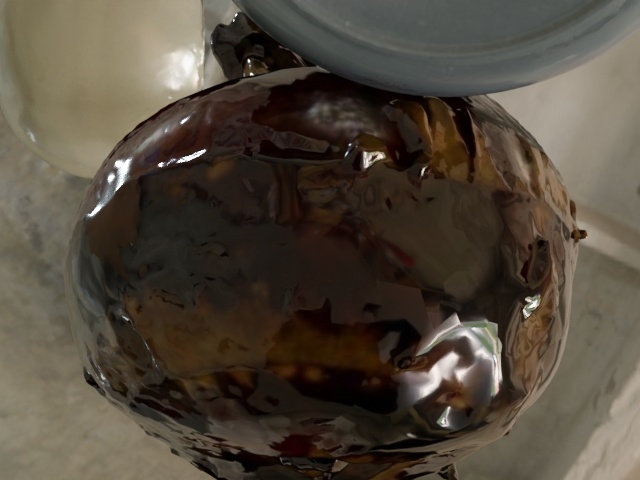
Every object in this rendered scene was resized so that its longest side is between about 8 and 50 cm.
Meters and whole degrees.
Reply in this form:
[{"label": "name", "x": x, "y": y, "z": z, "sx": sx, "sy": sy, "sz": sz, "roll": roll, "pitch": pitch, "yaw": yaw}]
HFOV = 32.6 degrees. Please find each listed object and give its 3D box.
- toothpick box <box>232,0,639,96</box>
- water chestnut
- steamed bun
[{"label": "toothpick box", "x": 0.068, "y": -0.230, "z": 0.558, "sx": 0.263, "sy": 0.354, "sz": 0.262, "roll": 2, "pitch": -61, "yaw": 4}, {"label": "water chestnut", "x": 0.000, "y": 0.000, "z": 0.604, "sx": 0.300, "sy": 0.300, "sz": 0.299, "roll": 9, "pitch": -61, "yaw": 17}, {"label": "steamed bun", "x": -0.223, "y": -0.218, "z": 1.082, "sx": 0.207, "sy": 0.324, "sz": 0.324, "roll": -2, "pitch": -61, "yaw": -11}]
